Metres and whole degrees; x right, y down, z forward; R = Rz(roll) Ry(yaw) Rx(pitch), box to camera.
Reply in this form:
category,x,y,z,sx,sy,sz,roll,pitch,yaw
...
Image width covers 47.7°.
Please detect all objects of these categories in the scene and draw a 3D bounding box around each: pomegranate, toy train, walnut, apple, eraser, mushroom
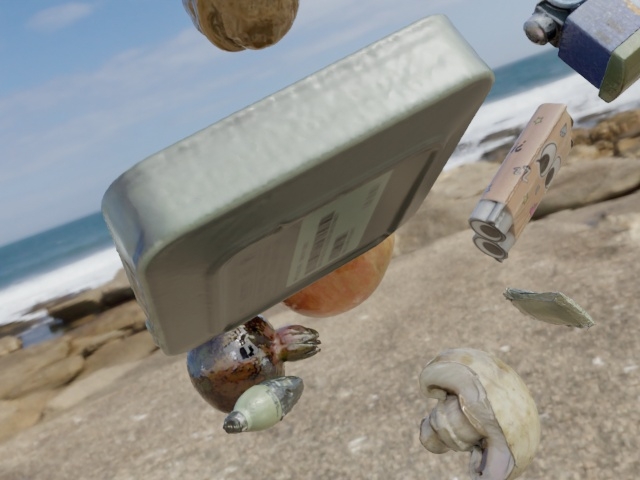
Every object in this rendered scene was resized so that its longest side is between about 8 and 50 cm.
category,x,y,z,sx,sy,sz,roll,pitch,yaw
pomegranate,-0.163,0.297,1.858,0.340,0.285,0.285,-18,9,10
toy train,0.451,-0.352,1.048,0.299,0.202,0.131,-40,-21,-7
walnut,-0.180,-0.562,1.620,0.296,0.285,0.285,23,35,36
apple,0.000,0.000,1.908,0.391,0.346,0.392,-27,45,31
eraser,0.401,-0.115,1.435,0.087,0.171,0.291,25,72,31
mushroom,0.300,0.322,1.354,0.189,0.254,0.195,-8,-27,-42

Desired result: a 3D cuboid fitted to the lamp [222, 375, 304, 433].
category,x,y,z,sx,sy,sz,roll,pitch,yaw
lamp,-0.120,0.363,1.612,0.101,0.101,0.250,-13,6,37

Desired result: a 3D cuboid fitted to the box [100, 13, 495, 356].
category,x,y,z,sx,sy,sz,roll,pitch,yaw
box,-0.028,-0.034,0.799,0.396,0.111,0.396,-30,-16,-17

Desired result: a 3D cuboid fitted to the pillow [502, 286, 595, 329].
category,x,y,z,sx,sy,sz,roll,pitch,yaw
pillow,0.479,0.142,1.535,0.053,0.119,0.208,-61,17,-10
